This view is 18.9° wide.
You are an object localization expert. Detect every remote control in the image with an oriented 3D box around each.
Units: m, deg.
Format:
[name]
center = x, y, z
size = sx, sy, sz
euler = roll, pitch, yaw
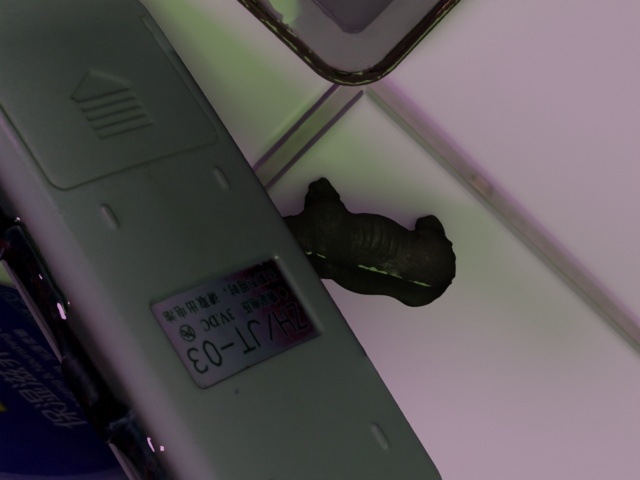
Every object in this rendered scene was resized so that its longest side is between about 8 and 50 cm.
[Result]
[remote control]
center = -0.067, 0.018, 0.834
size = 0.056, 0.140, 0.296
euler = -40, 79, 38

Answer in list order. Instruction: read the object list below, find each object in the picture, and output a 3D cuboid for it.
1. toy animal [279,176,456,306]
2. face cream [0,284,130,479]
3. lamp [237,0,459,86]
[toy animal]
center = 0.000, 0.000, 0.928
size = 0.136, 0.065, 0.047
euler = 16, 106, -13
[face cream]
center = -0.167, 0.104, 0.865
size = 0.206, 0.206, 0.111
euler = 14, 108, -13
[lamp]
center = 0.013, -0.240, 0.851
size = 0.266, 0.047, 0.269
euler = 42, 99, -19
